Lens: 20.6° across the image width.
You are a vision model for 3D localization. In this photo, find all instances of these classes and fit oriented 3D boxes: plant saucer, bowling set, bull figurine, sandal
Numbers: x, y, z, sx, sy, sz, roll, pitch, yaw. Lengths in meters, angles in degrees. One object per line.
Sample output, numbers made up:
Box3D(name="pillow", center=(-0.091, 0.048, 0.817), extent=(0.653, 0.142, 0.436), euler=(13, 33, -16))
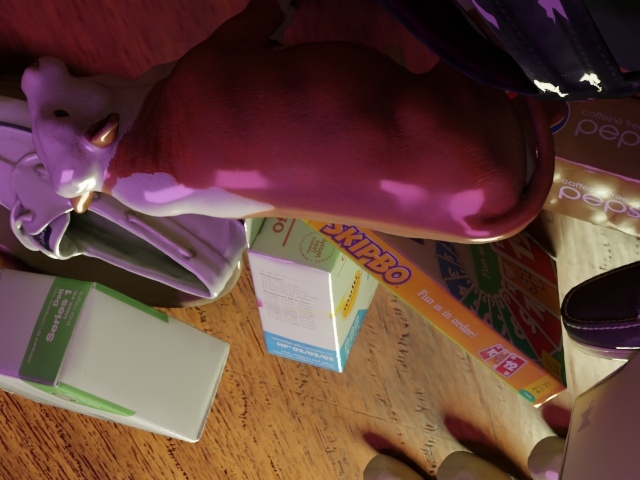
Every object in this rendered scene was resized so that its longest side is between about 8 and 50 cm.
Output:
Box3D(name="plant saucer", center=(-0.183, -0.039, 1.347), extent=(0.278, 0.041, 0.278), euler=(17, 151, 10))
Box3D(name="bowling set", center=(0.143, 0.290, 1.524), extent=(0.154, 0.200, 0.287), euler=(37, 153, -27))
Box3D(name="bull figurine", center=(-0.010, -0.078, 0.991), extent=(0.310, 0.188, 0.101), euler=(12, 150, 19))
Box3D(name="sandal", center=(0.051, -0.162, 0.847), extent=(0.446, 0.107, 0.167), euler=(34, 171, -12))

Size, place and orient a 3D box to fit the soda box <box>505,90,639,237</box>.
Box3D(name="soda box", center=(0.152, -0.054, 1.053), extent=(0.181, 0.058, 0.061), euler=(17, 151, 11))

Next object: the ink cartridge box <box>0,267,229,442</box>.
Box3D(name="ink cartridge box", center=(-0.212, 0.089, 1.467), extent=(0.219, 0.092, 0.160), euler=(8, 165, 45))

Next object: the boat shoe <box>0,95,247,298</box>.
Box3D(name="boat shoe", center=(-0.175, -0.030, 1.222), extent=(0.258, 0.084, 0.095), euler=(16, 152, 12))

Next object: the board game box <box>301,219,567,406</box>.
Box3D(name="board game box", center=(0.062, -0.009, 1.128), extent=(0.259, 0.124, 0.039), euler=(36, 124, -26))

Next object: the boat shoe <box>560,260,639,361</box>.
Box3D(name="boat shoe", center=(0.242, 0.021, 1.106), extent=(0.223, 0.080, 0.073), euler=(-10, 131, 41))

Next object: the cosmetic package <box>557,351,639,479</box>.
Box3D(name="cosmetic package", center=(0.310, 0.188, 1.115), extent=(0.296, 0.129, 0.153), euler=(29, 143, -13))

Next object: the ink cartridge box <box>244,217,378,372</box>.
Box3D(name="ink cartridge box", center=(0.000, 0.000, 1.208), extent=(0.061, 0.104, 0.181), euler=(15, 151, 14))
